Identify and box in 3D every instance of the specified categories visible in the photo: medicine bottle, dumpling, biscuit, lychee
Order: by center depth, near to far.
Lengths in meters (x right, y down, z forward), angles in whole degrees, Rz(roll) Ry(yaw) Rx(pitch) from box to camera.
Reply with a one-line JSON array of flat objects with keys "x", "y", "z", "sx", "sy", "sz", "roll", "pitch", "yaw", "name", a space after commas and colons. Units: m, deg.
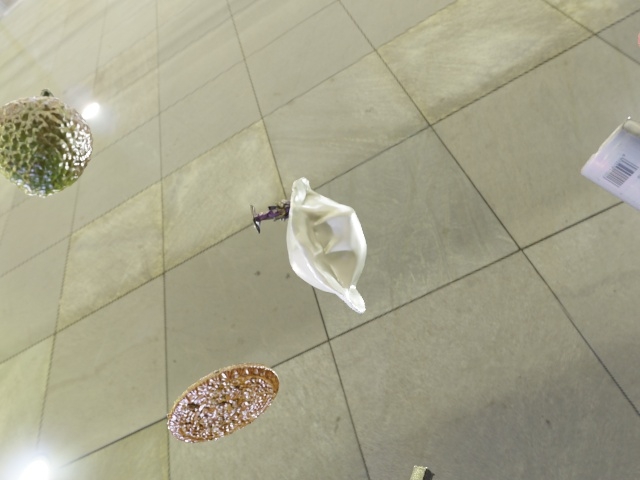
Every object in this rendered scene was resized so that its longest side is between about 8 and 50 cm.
[{"x": 0.305, "y": -0.018, "z": 0.326, "sx": 0.199, "sy": 0.057, "sz": 0.057, "roll": 41, "pitch": 84, "yaw": 21, "name": "medicine bottle"}, {"x": -0.345, "y": -0.124, "z": 0.539, "sx": 0.114, "sy": 0.114, "sz": 0.146, "roll": -21, "pitch": 66, "yaw": 17, "name": "lychee"}, {"x": -0.001, "y": -0.004, "z": 0.641, "sx": 0.126, "sy": 0.166, "sz": 0.215, "roll": -2, "pitch": 74, "yaw": 20, "name": "dumpling"}, {"x": -0.245, "y": 0.433, "z": 1.126, "sx": 0.305, "sy": 0.305, "sz": 0.038, "roll": -39, "pitch": 48, "yaw": 1, "name": "biscuit"}]

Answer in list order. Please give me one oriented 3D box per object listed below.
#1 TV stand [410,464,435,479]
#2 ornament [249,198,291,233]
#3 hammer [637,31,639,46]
[{"x": 0.087, "y": 0.402, "z": 0.521, "sx": 0.042, "sy": 0.036, "sz": 0.249, "roll": -9, "pitch": 41, "yaw": 46, "name": "TV stand"}, {"x": -0.141, "y": -0.110, "z": 1.492, "sx": 0.203, "sy": 0.088, "sz": 0.081, "roll": -23, "pitch": 51, "yaw": -3, "name": "ornament"}, {"x": 0.345, "y": -0.194, "z": 0.408, "sx": 0.084, "sy": 0.043, "sz": 0.043, "roll": -7, "pitch": 50, "yaw": -13, "name": "hammer"}]
